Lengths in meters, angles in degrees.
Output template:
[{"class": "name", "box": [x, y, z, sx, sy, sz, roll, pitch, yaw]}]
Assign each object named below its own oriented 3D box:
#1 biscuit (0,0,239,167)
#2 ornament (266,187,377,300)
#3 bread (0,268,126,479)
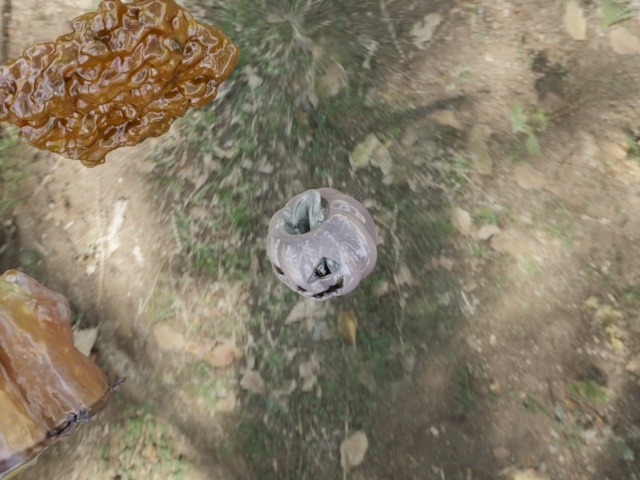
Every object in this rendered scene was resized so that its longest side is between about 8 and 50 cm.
[{"class": "biscuit", "box": [-0.296, -0.234, 1.678, 0.318, 0.312, 0.110, -30, 72, 17]}, {"class": "ornament", "box": [-0.001, 0.000, 1.793, 0.178, 0.177, 0.177, 0, 101, -2]}, {"class": "bread", "box": [-0.256, 0.126, 0.767, 0.244, 0.190, 0.123, -38, 92, 5]}]
